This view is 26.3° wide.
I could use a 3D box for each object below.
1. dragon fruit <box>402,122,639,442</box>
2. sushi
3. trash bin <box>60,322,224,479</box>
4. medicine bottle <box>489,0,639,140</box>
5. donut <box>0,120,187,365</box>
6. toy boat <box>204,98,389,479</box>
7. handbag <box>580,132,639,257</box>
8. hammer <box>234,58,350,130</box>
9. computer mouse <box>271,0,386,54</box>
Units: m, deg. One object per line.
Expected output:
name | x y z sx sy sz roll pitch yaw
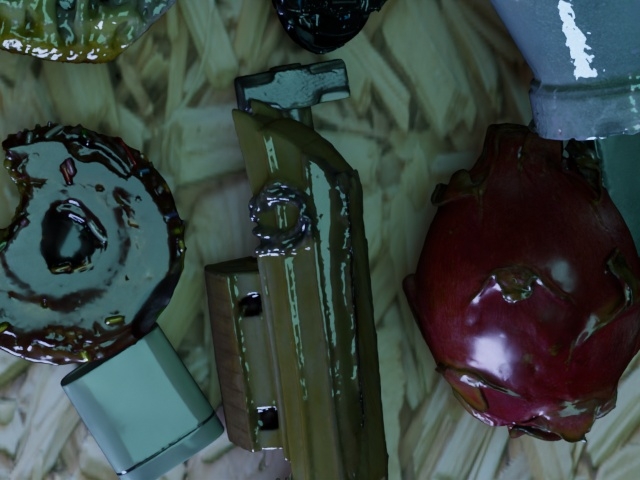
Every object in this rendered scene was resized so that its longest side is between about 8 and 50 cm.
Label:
dragon fruit | 0.207 0.049 1.352 0.250 0.250 0.315 15 109 -14
sushi | -0.251 -0.259 1.262 0.274 0.139 0.184 13 96 -17
trash bin | -0.177 0.166 1.370 0.116 0.059 0.130 -32 101 -9
medicine bottle | 0.265 -0.253 1.255 0.245 0.245 0.289 -15 106 -11
donut | -0.241 0.003 1.318 0.216 0.096 0.230 12 94 -16
toy boat | -0.028 0.085 1.346 0.162 0.136 0.445 -2 102 17
handbag | 0.401 -0.109 1.451 0.269 0.100 0.274 -15 99 -7
hammer | 0.000 0.000 1.404 0.111 0.043 0.365 -13 102 -12
computer mouse | -0.003 -0.302 1.337 0.147 0.077 0.241 -7 107 -33
